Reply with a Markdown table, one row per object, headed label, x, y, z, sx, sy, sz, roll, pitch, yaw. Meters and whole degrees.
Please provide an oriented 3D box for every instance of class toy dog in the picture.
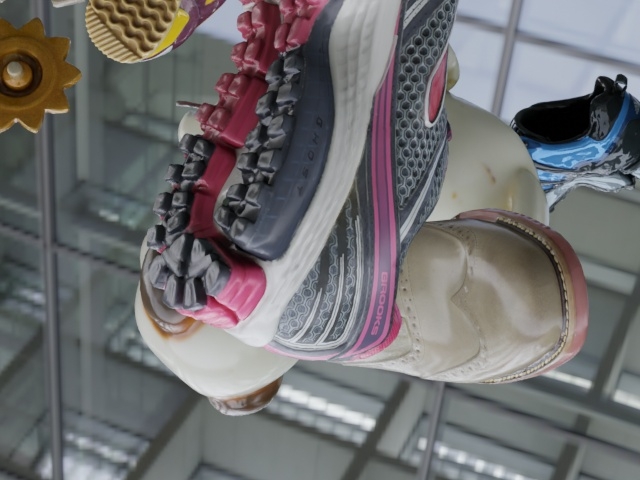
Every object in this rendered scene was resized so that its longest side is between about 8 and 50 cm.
| label | x | y | z | sx | sy | sz | roll | pitch | yaw |
| --- | --- | --- | --- | --- | --- | --- | --- | --- | --- |
| toy dog | 0.000 | 0.000 | 1.486 | 0.408 | 0.284 | 0.395 | -33 | -125 | -7 |

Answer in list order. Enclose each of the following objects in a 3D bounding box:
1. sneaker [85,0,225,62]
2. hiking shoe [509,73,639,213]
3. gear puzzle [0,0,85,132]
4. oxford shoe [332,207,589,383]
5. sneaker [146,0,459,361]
| label | x | y | z | sx | sy | sz | roll | pitch | yaw |
| --- | --- | --- | --- | --- | --- | --- | --- | --- | --- |
| sneaker | -0.068 | -0.187 | 0.877 | 0.069 | 0.185 | 0.084 | 44 | -164 | 1 |
| hiking shoe | 0.238 | -0.098 | 1.654 | 0.304 | 0.132 | 0.113 | -25 | -144 | 30 |
| gear puzzle | -0.229 | -0.230 | 1.054 | 0.175 | 0.044 | 0.339 | -13 | -107 | -6 |
| oxford shoe | 0.045 | 0.049 | 1.024 | 0.130 | 0.123 | 0.348 | -8 | 180 | -31 |
| sneaker | 0.020 | -0.090 | 0.691 | 0.112 | 0.299 | 0.121 | 26 | 171 | -32 |
